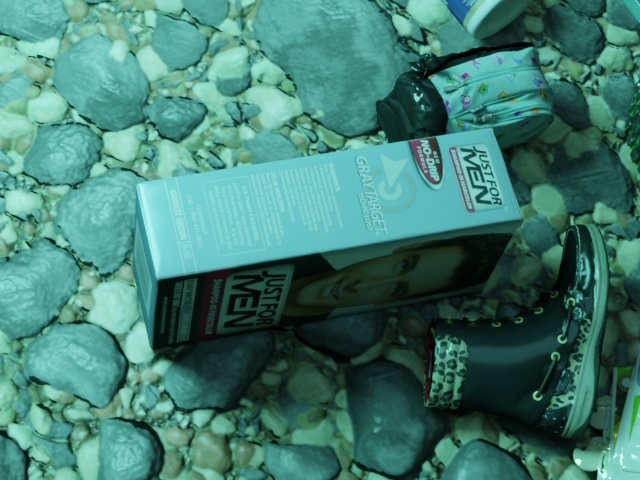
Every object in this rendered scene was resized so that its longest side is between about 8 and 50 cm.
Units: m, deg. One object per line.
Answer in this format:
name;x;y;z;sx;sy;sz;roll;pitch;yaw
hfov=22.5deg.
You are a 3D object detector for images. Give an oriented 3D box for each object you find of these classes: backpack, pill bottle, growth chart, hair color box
backpack;0.169;-0.153;1.799;0.182;0.152;0.115;-16;84;-18
pill bottle;0.166;-0.328;1.895;0.094;0.094;0.169;-31;73;-20
growth chart;0.369;0.185;1.691;0.172;0.021;0.237;12;58;27
hair color box;0.000;0.000;1.666;0.375;0.185;0.113;-10;67;-13

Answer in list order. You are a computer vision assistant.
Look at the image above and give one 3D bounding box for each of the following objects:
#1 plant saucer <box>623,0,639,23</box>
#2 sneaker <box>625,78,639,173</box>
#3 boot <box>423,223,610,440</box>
plant saucer;0.416;-0.280;1.952;0.067;0.018;0.192;-26;71;-19
sneaker;0.462;-0.075;1.820;0.146;0.134;0.343;0;58;-36
boot;0.208;0.084;1.704;0.179;0.085;0.236;9;75;-3
